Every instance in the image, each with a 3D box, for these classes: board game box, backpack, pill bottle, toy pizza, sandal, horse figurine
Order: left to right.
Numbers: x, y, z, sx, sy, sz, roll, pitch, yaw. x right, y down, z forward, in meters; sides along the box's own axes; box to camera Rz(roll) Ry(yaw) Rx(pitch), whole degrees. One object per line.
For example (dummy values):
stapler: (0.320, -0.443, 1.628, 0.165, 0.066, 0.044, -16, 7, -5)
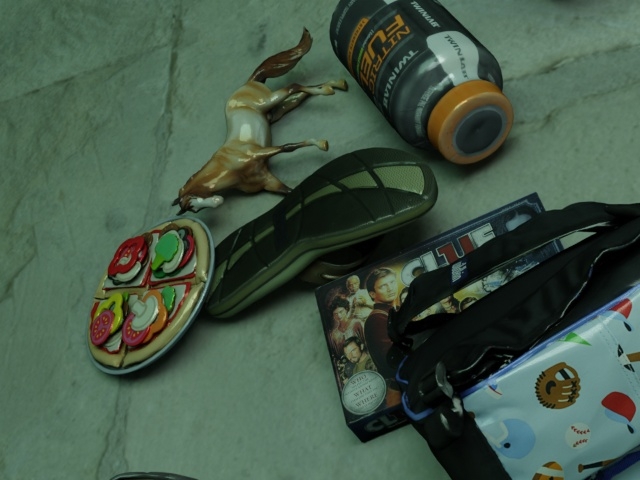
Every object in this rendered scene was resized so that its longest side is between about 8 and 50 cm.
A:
toy pizza: (-0.200, 0.054, 1.099, 0.201, 0.032, 0.201, -25, 45, 28)
horse figurine: (-0.064, -0.135, 1.176, 0.174, 0.066, 0.263, -3, 57, 20)
sandal: (-0.001, -0.001, 1.031, 0.302, 0.086, 0.120, -29, 38, 30)
pill bottle: (0.113, -0.186, 1.070, 0.130, 0.130, 0.246, -34, 46, 2)
board game box: (0.124, 0.070, 0.927, 0.243, 0.042, 0.165, -25, 47, 11)
backpack: (0.200, 0.088, 0.721, 0.263, 0.213, 0.276, -39, 7, 3)

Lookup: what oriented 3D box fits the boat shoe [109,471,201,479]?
boat shoe: (-0.080, 0.271, 0.852, 0.285, 0.092, 0.103, 12, 63, 35)
